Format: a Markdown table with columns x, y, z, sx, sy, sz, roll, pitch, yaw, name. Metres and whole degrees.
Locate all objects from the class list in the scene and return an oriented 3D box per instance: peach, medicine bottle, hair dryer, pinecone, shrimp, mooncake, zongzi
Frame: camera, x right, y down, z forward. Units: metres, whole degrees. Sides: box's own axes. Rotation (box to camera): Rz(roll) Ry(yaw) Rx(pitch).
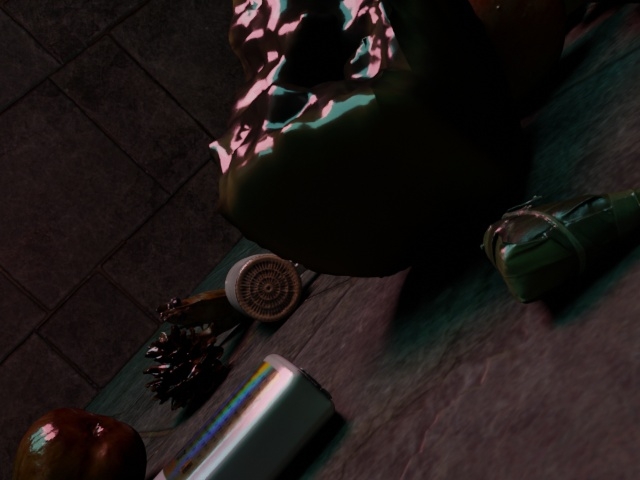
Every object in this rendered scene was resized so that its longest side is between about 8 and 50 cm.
| x | y | z | sx | sy | sz | roll | pitch | yaw | name |
| --- | --- | --- | --- | --- | --- | --- | --- | --- | --- |
| 0.230 | -0.287 | 1.008 | 0.232 | 0.232 | 0.232 | -44 | 8 | 8 | peach |
| -0.086 | 0.202 | 0.656 | 0.219 | 0.078 | 0.115 | -47 | 11 | -12 | medicine bottle |
| 0.000 | 0.000 | 1.246 | 0.357 | 0.108 | 0.173 | -38 | 7 | -11 | hair dryer |
| -0.220 | 0.198 | 1.195 | 0.140 | 0.121 | 0.140 | -36 | 13 | 9 | pinecone |
| -0.219 | 0.146 | 1.338 | 0.169 | 0.058 | 0.296 | -47 | -21 | 21 | shrimp |
| 0.028 | -0.165 | 0.793 | 0.246 | 0.393 | 0.394 | -38 | 0 | 36 | mooncake |
| 0.174 | -0.011 | 0.525 | 0.119 | 0.055 | 0.109 | -32 | 9 | 8 | zongzi |

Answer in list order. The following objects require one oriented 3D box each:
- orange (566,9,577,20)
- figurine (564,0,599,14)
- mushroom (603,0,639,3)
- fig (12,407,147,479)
| x | y | z | sx | sy | sz | roll | pitch | yaw | name |
| --- | --- | --- | --- | --- | --- | --- | --- | --- | --- |
| 0.254 | -0.396 | 1.238 | 0.334 | 0.263 | 0.196 | -40 | -2 | -7 | orange |
| 0.387 | -0.449 | 1.071 | 0.262 | 0.153 | 0.180 | -60 | 35 | 10 | figurine |
| 0.407 | -0.421 | 0.822 | 0.345 | 0.238 | 0.345 | -162 | 90 | -88 | mushroom |
| -0.347 | 0.362 | 0.990 | 0.274 | 0.170 | 0.145 | -66 | 15 | -6 | fig |
